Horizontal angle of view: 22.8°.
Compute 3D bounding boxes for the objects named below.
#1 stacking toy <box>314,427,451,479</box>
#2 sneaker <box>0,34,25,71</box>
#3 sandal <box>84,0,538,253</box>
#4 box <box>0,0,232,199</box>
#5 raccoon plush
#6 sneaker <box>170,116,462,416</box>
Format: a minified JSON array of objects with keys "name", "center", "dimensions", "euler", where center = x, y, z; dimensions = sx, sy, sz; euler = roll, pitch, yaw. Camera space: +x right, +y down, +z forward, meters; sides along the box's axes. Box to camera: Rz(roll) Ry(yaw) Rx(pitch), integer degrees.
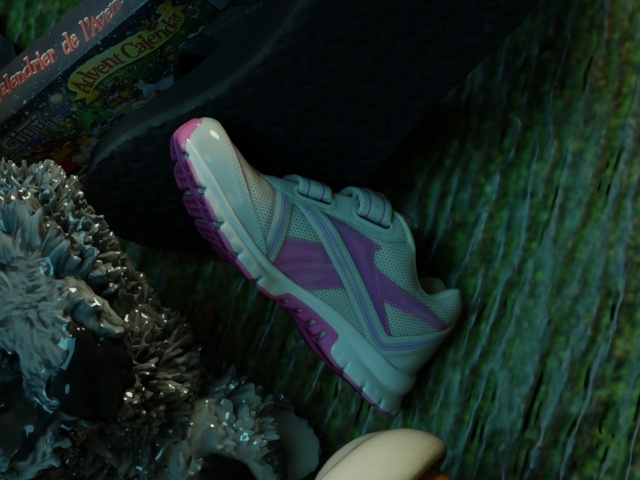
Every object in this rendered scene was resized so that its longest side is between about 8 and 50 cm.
[{"name":"stacking toy","center":[0.112,0.373,0.921],"dimensions":[0.480,0.350,0.350],"euler":[38,100,11]},{"name":"sneaker","center":[-0.324,-0.148,1.364],"dimensions":[0.170,0.051,0.089],"euler":[-20,66,21]},{"name":"sandal","center":[-0.006,-0.120,1.087],"dimensions":[0.446,0.168,0.107],"euler":[-36,37,42]},{"name":"box","center":[-0.154,-0.107,1.197],"dimensions":[0.233,0.159,0.044],"euler":[-37,57,18]},{"name":"raccoon plush","center":[-0.153,0.033,1.101],"dimensions":[0.216,0.299,0.446],"euler":[-21,66,28]},{"name":"sneaker","center":[0.000,0.000,1.082],"dimensions":[0.111,0.252,0.103],"euler":[-45,23,-5]}]
